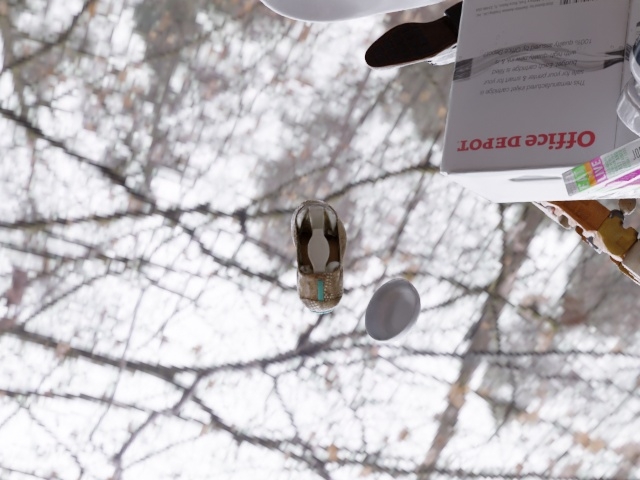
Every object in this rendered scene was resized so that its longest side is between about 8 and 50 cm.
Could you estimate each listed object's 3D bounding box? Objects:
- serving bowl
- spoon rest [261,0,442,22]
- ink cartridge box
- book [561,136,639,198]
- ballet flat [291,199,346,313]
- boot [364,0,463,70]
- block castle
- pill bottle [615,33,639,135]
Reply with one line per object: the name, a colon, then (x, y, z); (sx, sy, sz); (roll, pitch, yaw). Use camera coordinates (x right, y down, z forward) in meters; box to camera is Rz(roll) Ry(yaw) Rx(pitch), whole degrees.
serving bowl: (0.093, 0.089, 1.583); (0.027, 0.083, 0.083); (30, -141, -36)
spoon rest: (0.055, -0.293, 1.414); (0.276, 0.137, 0.084); (-7, -121, 17)
ink cartridge box: (0.280, -0.207, 1.504); (0.129, 0.223, 0.308); (25, -110, -49)
book: (0.244, -0.063, 0.862); (0.096, 0.144, 0.035); (-10, -101, -37)
ballet flat: (0.000, 0.000, 1.614); (0.073, 0.067, 0.206); (-5, -138, -4)
boot: (0.176, -0.312, 2.143); (0.219, 0.106, 0.082); (-23, -115, -8)
block castle: (0.492, -0.076, 2.051); (0.303, 0.213, 0.453); (39, -174, 19)
pill bottle: (0.353, -0.180, 1.209); (0.108, 0.180, 0.108); (13, -141, -11)
